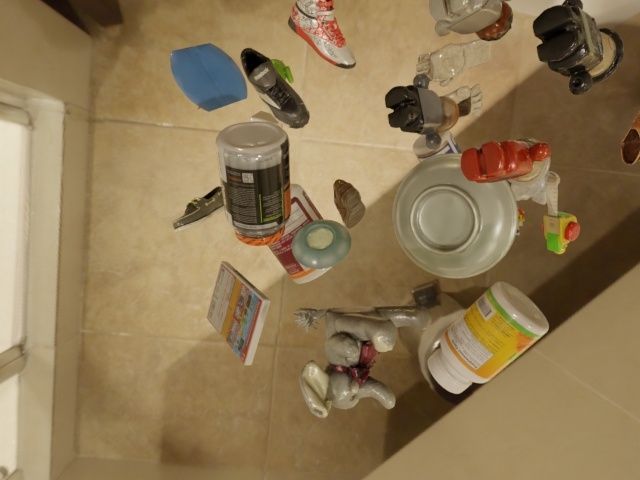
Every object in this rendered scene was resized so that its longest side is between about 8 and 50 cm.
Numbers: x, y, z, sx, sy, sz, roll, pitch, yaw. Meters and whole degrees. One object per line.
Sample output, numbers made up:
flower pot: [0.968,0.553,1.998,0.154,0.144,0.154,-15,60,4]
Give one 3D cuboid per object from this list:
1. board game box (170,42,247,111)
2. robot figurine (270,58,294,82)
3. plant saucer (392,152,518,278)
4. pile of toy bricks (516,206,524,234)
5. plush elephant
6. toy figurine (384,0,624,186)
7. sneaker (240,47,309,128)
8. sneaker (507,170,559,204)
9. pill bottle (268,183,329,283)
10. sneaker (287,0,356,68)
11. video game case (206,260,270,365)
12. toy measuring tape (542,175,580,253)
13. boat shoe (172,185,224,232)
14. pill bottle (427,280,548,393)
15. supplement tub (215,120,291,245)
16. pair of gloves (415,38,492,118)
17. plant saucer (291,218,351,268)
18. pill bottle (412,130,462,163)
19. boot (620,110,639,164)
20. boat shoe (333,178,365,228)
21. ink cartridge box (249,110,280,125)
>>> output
board game box: [-0.230,-0.325,0.922,0.033,0.168,0.133,-26,100,45]
robot figurine: [-0.125,-0.433,1.212,0.101,0.067,0.115,-9,60,25]
plant saucer: [0.394,-0.068,1.416,0.400,0.100,0.401,8,104,32]
pile of toy bricks: [0.618,-0.076,1.638,0.212,0.118,0.105,-3,122,25]
plush elephant: [0.083,0.295,1.090,0.329,0.272,0.256,-3,91,27]
toy figurine: [0.207,-0.185,0.542,0.209,0.148,0.213,42,125,34]
sneaker: [-0.114,-0.354,1.047,0.078,0.106,0.234,-39,76,6]
sneaker: [0.847,-0.198,1.957,0.210,0.366,0.137,24,54,8]
pill bottle: [-0.111,-0.060,1.623,0.224,0.224,0.392,-34,103,2]
sneaker: [0.024,-0.675,1.436,0.270,0.145,0.090,41,50,4]
video game case: [-0.253,0.207,1.354,0.025,0.285,0.204,8,105,-39]
toy measuring tape: [0.846,-0.096,1.601,0.121,0.121,0.330,-19,120,0]
boat shoe: [-0.440,-0.115,1.661,0.109,0.305,0.091,-16,105,31]
pill bottle: [0.348,0.217,0.979,0.136,0.136,0.246,34,116,-6]
supplement tub: [-0.108,-0.091,0.763,0.116,0.117,0.190,0,129,-2]
pair of gloves: [0.353,-0.416,1.220,0.204,0.042,0.240,-13,141,-3]
plant saucer: [0.000,0.000,1.448,0.194,0.037,0.195,-5,55,7]
pill bottle: [0.481,-0.293,1.760,0.153,0.153,0.265,-37,115,3]
boot: [0.723,-0.274,1.002,0.152,0.073,0.197,-28,114,-24]
boat shoe: [0.118,-0.161,1.938,0.110,0.307,0.104,-37,66,-12]
ink cartridge box: [-0.248,-0.386,1.928,0.117,0.207,0.283,14,113,-2]
